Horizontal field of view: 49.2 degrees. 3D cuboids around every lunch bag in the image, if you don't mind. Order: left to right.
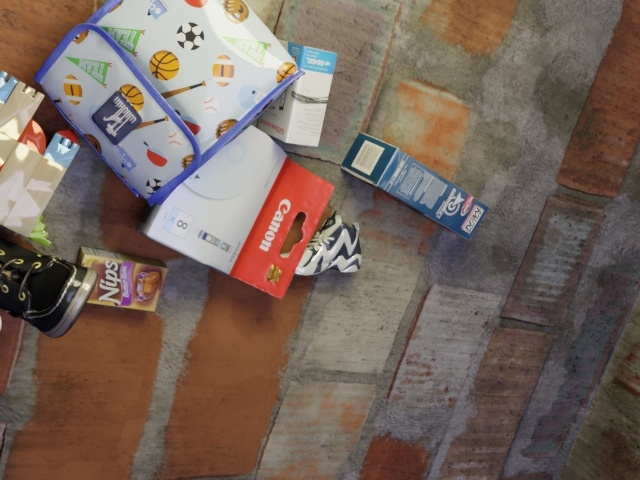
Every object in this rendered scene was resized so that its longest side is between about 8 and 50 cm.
[{"bbox_3d":[-0.276,-0.298,1.287,0.385,0.239,0.327,-40,100,1],"label":"lunch bag"}]

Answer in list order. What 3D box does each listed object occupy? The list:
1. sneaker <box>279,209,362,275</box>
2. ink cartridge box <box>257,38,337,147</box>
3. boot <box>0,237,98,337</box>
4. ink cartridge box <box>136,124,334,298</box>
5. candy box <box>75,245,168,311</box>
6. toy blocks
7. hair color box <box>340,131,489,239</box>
[{"bbox_3d":[0.000,0.000,1.704,0.235,0.094,0.152,0,103,-23],"label":"sneaker"},{"bbox_3d":[-0.054,-0.317,1.500,0.086,0.148,0.203,3,108,-33],"label":"ink cartridge box"},{"bbox_3d":[-0.575,0.045,1.237,0.284,0.377,0.138,36,72,-30],"label":"boot"},{"bbox_3d":[-0.158,-0.072,1.524,0.385,0.091,0.308,29,82,-28],"label":"ink cartridge box"},{"bbox_3d":[-0.437,0.086,1.509,0.187,0.053,0.109,12,104,-32],"label":"candy box"},{"bbox_3d":[-0.597,-0.188,1.243,0.381,0.191,0.260,32,80,-28],"label":"toy blocks"},{"bbox_3d":[0.236,-0.131,1.730,0.347,0.174,0.105,26,97,-35],"label":"hair color box"}]
